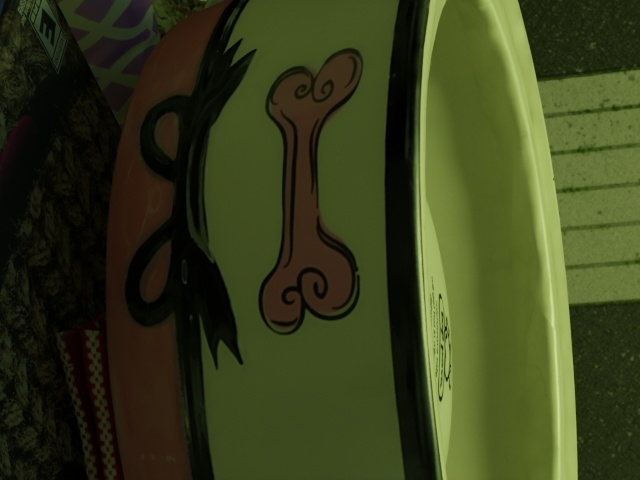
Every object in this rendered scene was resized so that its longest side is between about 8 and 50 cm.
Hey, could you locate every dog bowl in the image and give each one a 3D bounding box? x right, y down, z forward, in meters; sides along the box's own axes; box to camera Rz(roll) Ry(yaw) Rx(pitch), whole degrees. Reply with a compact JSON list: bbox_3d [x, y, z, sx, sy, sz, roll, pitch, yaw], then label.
[{"bbox_3d":[0.025,0.047,0.845,0.408,0.150,0.408,-6,90,-74],"label":"dog bowl"}]

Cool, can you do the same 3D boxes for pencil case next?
[{"bbox_3d":[-0.135,-0.114,0.928,0.088,0.086,0.206,-37,123,-44],"label":"pencil case"}]

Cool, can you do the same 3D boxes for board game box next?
[{"bbox_3d":[-0.169,0.055,0.804,0.291,0.141,0.232,67,23,-46],"label":"board game box"}]

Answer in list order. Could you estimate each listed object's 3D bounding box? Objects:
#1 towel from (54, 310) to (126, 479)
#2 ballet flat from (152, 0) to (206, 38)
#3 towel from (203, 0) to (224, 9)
[{"bbox_3d":[-0.059,0.108,0.857,0.275,0.031,0.198,-33,116,-72],"label":"towel"},{"bbox_3d":[-0.122,-0.142,1.169,0.077,0.091,0.241,65,9,3],"label":"ballet flat"},{"bbox_3d":[-0.045,-0.072,1.183,0.374,0.090,0.320,-61,171,-60],"label":"towel"}]
